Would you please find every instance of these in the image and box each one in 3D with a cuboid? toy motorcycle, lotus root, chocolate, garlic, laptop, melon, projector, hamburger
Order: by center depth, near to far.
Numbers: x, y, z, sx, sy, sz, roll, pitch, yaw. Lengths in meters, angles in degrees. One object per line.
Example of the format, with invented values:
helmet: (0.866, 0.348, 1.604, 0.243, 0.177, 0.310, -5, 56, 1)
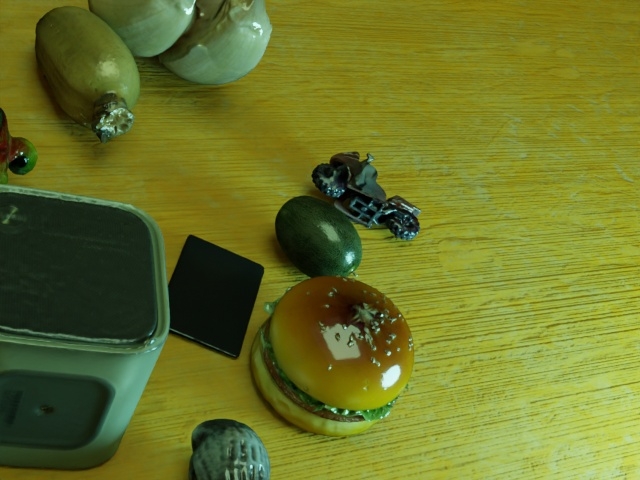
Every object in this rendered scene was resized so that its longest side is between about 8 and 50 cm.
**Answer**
projector: (-0.340, 0.110, 1.368, 0.248, 0.249, 0.249, 9, 44, -22)
chocolate: (-0.106, 0.331, 1.384, 0.110, 0.110, 0.248, 7, 49, -23)
hamburger: (0.025, 0.149, 1.591, 0.246, 0.170, 0.246, 15, 46, -16)
laptop: (-0.164, 0.083, 1.670, 0.135, 0.016, 0.197, 24, 43, -8)
melon: (0.000, 0.000, 1.764, 0.167, 0.114, 0.114, 45, 44, 18)
lotus root: (-0.376, -0.278, 1.809, 0.130, 0.146, 0.303, -14, 50, -30)
garlic: (-0.239, -0.393, 1.923, 0.286, 0.249, 0.313, 46, 1, -42)
toy motorcycle: (0.086, -0.085, 1.924, 0.212, 0.084, 0.118, 31, 39, -10)

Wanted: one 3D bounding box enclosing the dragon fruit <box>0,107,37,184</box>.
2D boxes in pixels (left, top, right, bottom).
dragon fruit: (-0.545, -0.130, 1.547, 0.295, 0.130, 0.268, -15, 31, -30)
